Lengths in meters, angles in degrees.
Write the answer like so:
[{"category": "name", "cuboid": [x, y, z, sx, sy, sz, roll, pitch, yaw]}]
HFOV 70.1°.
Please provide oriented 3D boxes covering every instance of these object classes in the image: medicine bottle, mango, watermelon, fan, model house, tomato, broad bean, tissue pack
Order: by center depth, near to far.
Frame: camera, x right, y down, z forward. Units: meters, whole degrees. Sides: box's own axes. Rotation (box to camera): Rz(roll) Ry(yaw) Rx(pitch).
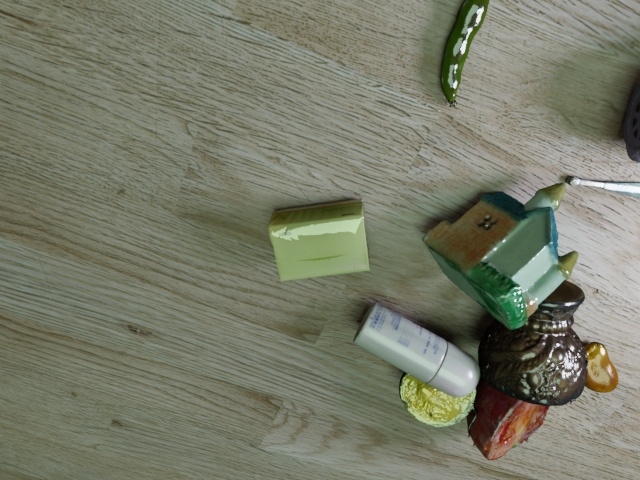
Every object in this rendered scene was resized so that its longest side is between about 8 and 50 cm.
[{"category": "broad bean", "cuboid": [0.294, -0.409, 0.953, 0.065, 0.046, 0.255, 6, 120, -10]}, {"category": "model house", "cuboid": [0.465, 0.002, 1.077, 0.325, 0.267, 0.194, -44, 132, 1]}, {"category": "fan", "cuboid": [0.736, -0.132, 1.106, 0.281, 0.023, 0.057, 9, 119, -5]}, {"category": "tissue pack", "cuboid": [0.000, 0.000, 1.130, 0.234, 0.125, 0.159, -6, 118, 5]}, {"category": "medicine bottle", "cuboid": [0.266, 0.302, 1.235, 0.340, 0.130, 0.130, 27, 116, 5]}, {"category": "mango", "cuboid": [0.802, 0.370, 1.337, 0.105, 0.084, 0.160, -21, 94, 12]}, {"category": "watermelon", "cuboid": [0.345, 0.432, 1.342, 0.231, 0.127, 0.204, 16, 91, 5]}, {"category": "tomato", "cuboid": [0.538, 0.476, 1.351, 0.308, 0.170, 0.309, -18, 122, -31]}]

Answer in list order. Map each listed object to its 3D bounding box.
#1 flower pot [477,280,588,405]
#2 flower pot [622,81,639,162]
[{"category": "flower pot", "cuboid": [0.557, 0.240, 1.186, 0.266, 0.267, 0.268, 2, 107, 0]}, {"category": "flower pot", "cuboid": [0.782, -0.251, 0.923, 0.242, 0.265, 0.265, 6, 118, 10]}]
